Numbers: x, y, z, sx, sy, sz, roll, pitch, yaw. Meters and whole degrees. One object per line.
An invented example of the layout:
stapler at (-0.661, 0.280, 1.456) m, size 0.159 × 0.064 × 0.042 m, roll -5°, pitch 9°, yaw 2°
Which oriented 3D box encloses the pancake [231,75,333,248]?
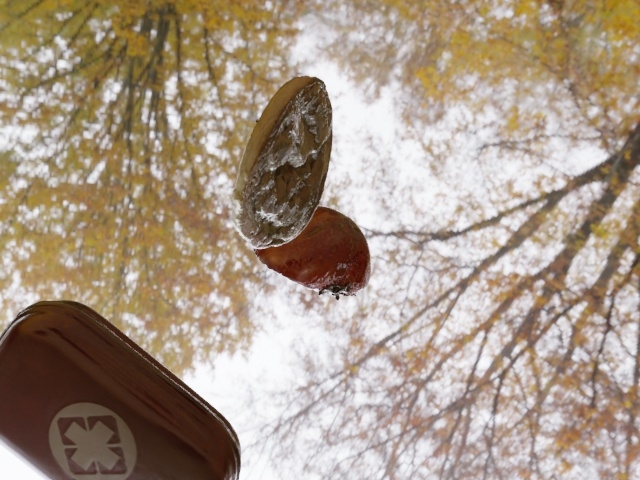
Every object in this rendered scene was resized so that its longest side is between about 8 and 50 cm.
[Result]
pancake at (-0.030, -0.066, 0.743) m, size 0.028 × 0.158 × 0.158 m, roll 19°, pitch -141°, yaw 23°

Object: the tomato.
tomato at (0.000, 0.000, 1.268) m, size 0.189 × 0.099 × 0.173 m, roll 14°, pitch -153°, yaw -38°

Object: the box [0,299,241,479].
box at (-0.305, 0.266, 1.227) m, size 0.404 × 0.263 × 0.108 m, roll 38°, pitch -159°, yaw 1°
